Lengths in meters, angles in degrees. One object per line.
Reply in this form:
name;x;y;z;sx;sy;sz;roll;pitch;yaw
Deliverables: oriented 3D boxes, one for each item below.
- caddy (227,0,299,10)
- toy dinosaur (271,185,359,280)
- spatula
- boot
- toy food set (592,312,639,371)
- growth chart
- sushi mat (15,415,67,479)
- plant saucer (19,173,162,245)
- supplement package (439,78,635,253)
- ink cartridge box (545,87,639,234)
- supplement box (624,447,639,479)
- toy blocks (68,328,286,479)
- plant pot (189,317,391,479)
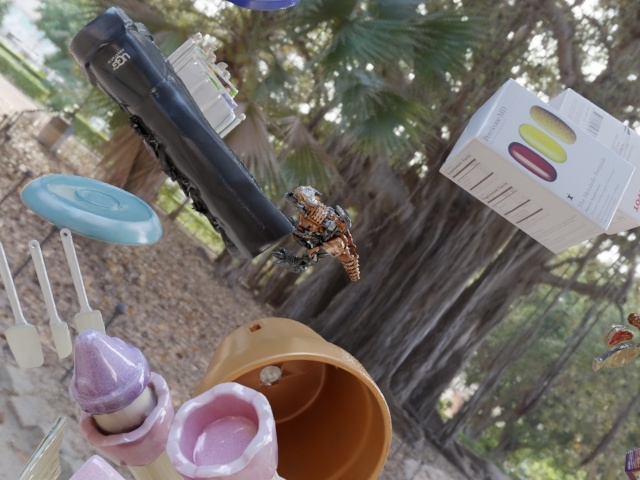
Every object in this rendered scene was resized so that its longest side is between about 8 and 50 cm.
caddy;-0.113;-0.427;0.788;0.341;0.241;0.179;22;4;-9
toy dinosaur;0.000;0.000;1.706;0.322;0.218;0.164;63;33;-14
spatula;-0.482;0.105;1.153;0.019;0.168;0.242;-99;180;-71
boot;-0.234;-0.177;1.187;0.445;0.146;0.367;49;3;-12
toy food set;0.364;0.103;0.744;0.019;0.122;0.078;-122;-153;-54
growth chart;-0.273;-0.339;1.515;0.021;0.172;0.237;25;-30;59
sushi mat;-0.380;0.359;0.737;0.019;0.151;0.317;24;41;1
plant saucer;-0.504;-0.079;1.479;0.317;0.044;0.317;21;14;-6
supplement package;0.341;-0.114;1.049;0.244;0.139;0.134;34;-22;-3
ink cartridge box;0.604;-0.170;1.474;0.283;0.207;0.117;30;-19;-9
supplement box;0.432;0.287;0.816;0.055;0.083;0.043;56;37;-7
toy blocks;-0.096;0.198;0.336;0.308;0.289;0.260;15;-44;30
plant pot;-0.061;0.249;0.978;0.291;0.291;0.203;40;7;-22
